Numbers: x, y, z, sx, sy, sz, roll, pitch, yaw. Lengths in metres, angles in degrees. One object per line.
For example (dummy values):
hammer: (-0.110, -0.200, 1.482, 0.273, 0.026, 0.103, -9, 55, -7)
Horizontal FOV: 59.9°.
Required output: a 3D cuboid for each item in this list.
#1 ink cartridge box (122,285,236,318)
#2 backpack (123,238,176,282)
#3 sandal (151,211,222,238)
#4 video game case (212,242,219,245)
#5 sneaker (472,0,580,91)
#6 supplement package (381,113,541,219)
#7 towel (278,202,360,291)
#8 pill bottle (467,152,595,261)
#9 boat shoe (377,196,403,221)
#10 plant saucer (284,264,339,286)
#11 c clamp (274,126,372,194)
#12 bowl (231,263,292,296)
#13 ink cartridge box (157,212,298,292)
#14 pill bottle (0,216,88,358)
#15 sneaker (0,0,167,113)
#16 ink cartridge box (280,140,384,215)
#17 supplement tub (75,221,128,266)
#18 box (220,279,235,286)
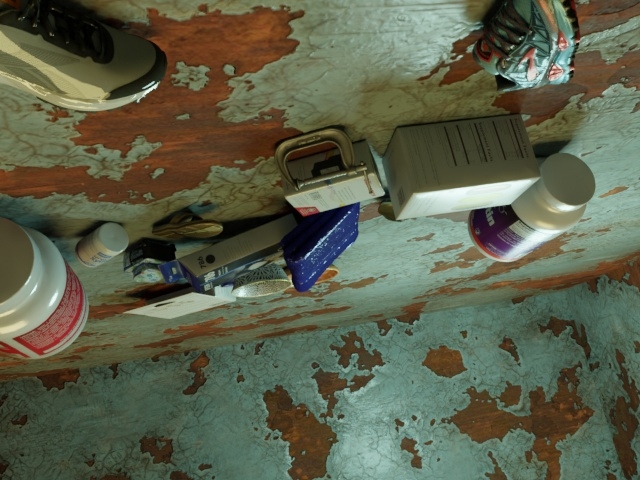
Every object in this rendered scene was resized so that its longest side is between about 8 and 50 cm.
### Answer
ink cartridge box: (-0.451, 0.188, 1.781, 0.275, 0.060, 0.239, -17, 161, 20)
backpack: (-0.416, 0.055, 1.340, 0.114, 0.084, 0.105, -20, 159, 34)
sandal: (-0.292, -0.035, 1.201, 0.180, 0.049, 0.072, -4, 163, 32)
video game case: (-0.219, 0.055, 1.559, 0.196, 0.026, 0.274, -5, 163, -19)
sneaker: (0.261, -0.259, 0.722, 0.125, 0.104, 0.262, -15, 162, 19)
supplement package: (0.259, -0.137, 1.050, 0.244, 0.133, 0.139, -8, 163, -8)
towel: (0.000, 0.000, 1.328, 0.227, 0.076, 0.308, -46, 167, -11)
pill bottle: (0.488, -0.076, 1.304, 0.182, 0.181, 0.323, -7, 162, -13)
boat shoe: (0.169, -0.081, 1.319, 0.056, 0.049, 0.152, 5, 170, 13)
plant saucer: (-0.040, 0.106, 1.807, 0.200, 0.037, 0.200, -10, 164, -3)
c clamp: (0.003, -0.129, 0.979, 0.161, 0.022, 0.137, -8, 120, 8)
bowl: (-0.169, 0.098, 1.548, 0.170, 0.080, 0.170, -10, 163, -3)
ink cartridge box: (-0.211, 0.045, 1.331, 0.333, 0.065, 0.165, -22, 166, -14)
pill bottle: (-0.620, 0.102, 1.123, 0.229, 0.229, 0.407, -6, 162, -15)
sneaker: (-0.289, -0.206, 0.569, 0.272, 0.100, 0.108, 1, 154, -34)
ink cartridge box: (0.025, -0.116, 1.078, 0.175, 0.072, 0.127, -14, 162, 11)
supplement tub: (-0.468, 0.010, 1.188, 0.107, 0.071, 0.071, -24, 159, 38)
box: (-0.266, 0.127, 1.701, 0.081, 0.028, 0.136, -5, 174, -10)
